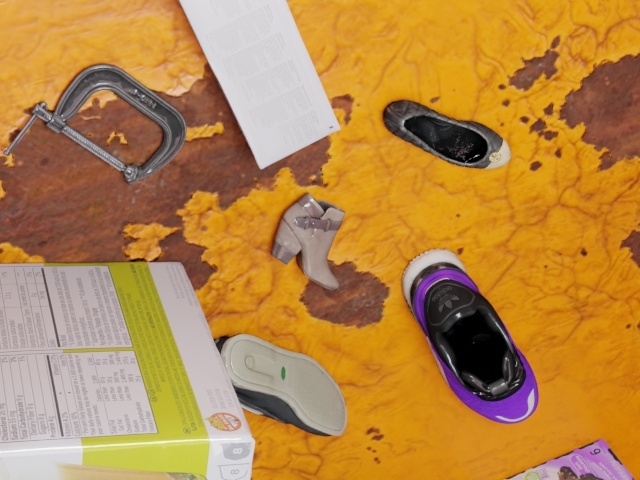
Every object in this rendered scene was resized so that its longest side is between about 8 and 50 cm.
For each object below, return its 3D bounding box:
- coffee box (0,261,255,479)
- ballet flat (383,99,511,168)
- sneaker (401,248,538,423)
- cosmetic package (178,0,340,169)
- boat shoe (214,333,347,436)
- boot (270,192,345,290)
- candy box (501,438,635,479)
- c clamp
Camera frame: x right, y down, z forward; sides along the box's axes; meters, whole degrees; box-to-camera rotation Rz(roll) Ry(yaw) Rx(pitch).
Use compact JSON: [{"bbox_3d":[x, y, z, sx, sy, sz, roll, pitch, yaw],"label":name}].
[{"bbox_3d":[-0.286,0.246,1.314,0.335,0.338,0.337,-1,119,-19],"label":"coffee box"},{"bbox_3d":[0.145,-0.112,1.431,0.173,0.049,0.057,16,114,-27],"label":"ballet flat"},{"bbox_3d":[0.198,0.153,1.549,0.102,0.146,0.293,-35,124,3],"label":"sneaker"},{"bbox_3d":[-0.069,-0.198,1.297,0.099,0.060,0.239,-25,125,-2],"label":"cosmetic package"},{"bbox_3d":[-0.055,0.177,1.529,0.079,0.084,0.233,-18,143,38],"label":"boat shoe"},{"bbox_3d":[0.000,0.000,1.454,0.118,0.042,0.087,30,98,-39],"label":"boot"},{"bbox_3d":[0.338,0.377,1.721,0.196,0.165,0.070,-21,124,-7],"label":"candy box"},{"bbox_3d":[-0.225,-0.112,1.319,0.161,0.022,0.137,29,101,-30],"label":"c clamp"}]
